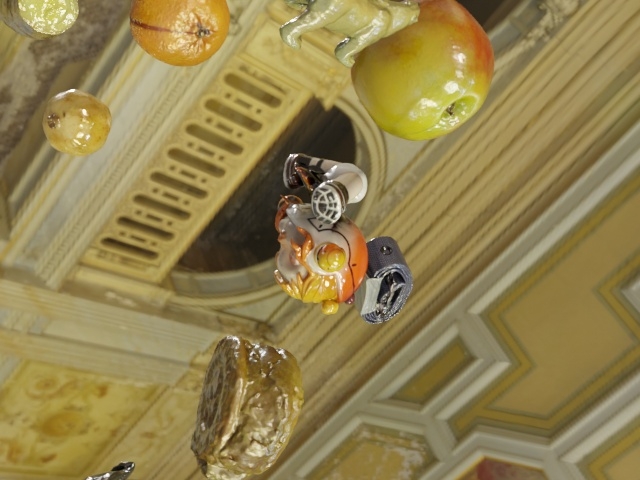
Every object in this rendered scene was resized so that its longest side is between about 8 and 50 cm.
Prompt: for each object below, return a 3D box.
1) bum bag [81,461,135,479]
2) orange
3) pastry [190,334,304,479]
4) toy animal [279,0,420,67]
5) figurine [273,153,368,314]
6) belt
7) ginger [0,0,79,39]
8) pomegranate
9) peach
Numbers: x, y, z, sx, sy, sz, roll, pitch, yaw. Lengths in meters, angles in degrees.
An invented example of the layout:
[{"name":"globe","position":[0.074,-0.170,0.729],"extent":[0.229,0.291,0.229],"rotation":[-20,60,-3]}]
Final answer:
[{"name":"bum bag","position":[-0.495,0.536,1.567],"extent":[0.142,0.326,0.080],"rotation":[-45,-104,15]},{"name":"orange","position":[-0.267,-0.426,1.484],"extent":[0.193,0.193,0.161],"rotation":[-61,-145,8]},{"name":"pastry","position":[-0.123,0.283,1.291],"extent":[0.240,0.132,0.235],"rotation":[-150,-105,-72]},{"name":"toy animal","position":[0.043,-0.305,1.040],"extent":[0.101,0.218,0.103],"rotation":[-32,-116,37]},{"name":"figurine","position":[0.005,-0.002,1.620],"extent":[0.320,0.196,0.323],"rotation":[-126,-143,-59]},{"name":"belt","position":[0.146,0.106,1.871],"extent":[0.230,0.139,0.126],"rotation":[96,-21,-49]},{"name":"ginger","position":[-0.495,-0.406,1.338],"extent":[0.263,0.109,0.116],"rotation":[28,-48,52]},{"name":"pomegranate","position":[-0.683,-0.325,2.146],"extent":[0.196,0.196,0.196],"rotation":[-20,-119,40]},{"name":"peach","position":[0.161,-0.274,1.235],"extent":[0.231,0.231,0.231],"rotation":[-20,-119,40]}]
